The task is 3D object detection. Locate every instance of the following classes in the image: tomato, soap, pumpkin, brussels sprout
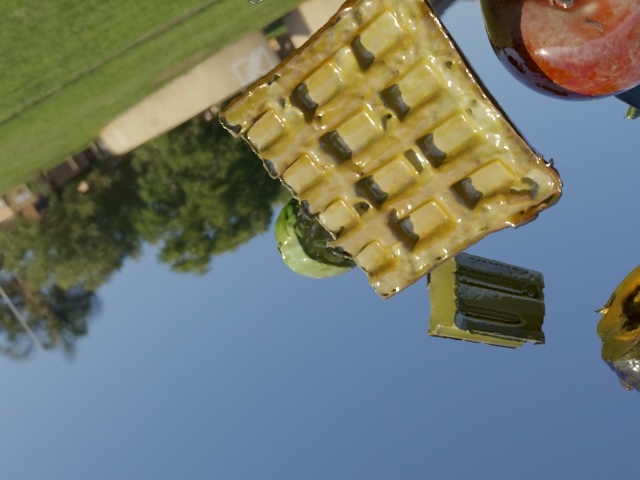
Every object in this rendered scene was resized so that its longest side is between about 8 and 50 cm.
[{"bbox_3d":[0.341,-0.306,1.144,0.270,0.270,0.227,-24,157,24],"label":"tomato"},{"bbox_3d":[0.282,0.104,1.534,0.233,0.135,0.076,13,161,-38],"label":"soap"},{"bbox_3d":[0.557,0.161,1.505,0.222,0.139,0.317,-55,-178,20],"label":"pumpkin"},{"bbox_3d":[-0.004,0.000,1.452,0.149,0.151,0.122,-46,179,-33],"label":"brussels sprout"}]

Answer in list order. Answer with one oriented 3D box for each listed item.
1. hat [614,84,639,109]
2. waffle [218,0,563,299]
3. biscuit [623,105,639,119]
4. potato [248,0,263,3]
[{"bbox_3d":[0.594,-0.410,1.604,0.366,0.257,0.381,-38,162,29],"label":"hat"},{"bbox_3d":[0.090,-0.120,1.133,0.304,0.348,0.077,-35,-166,22],"label":"waffle"},{"bbox_3d":[0.751,-0.423,2.014,0.038,0.323,0.099,25,-152,21],"label":"biscuit"},{"bbox_3d":[-0.122,-0.390,0.996,0.120,0.261,0.100,-11,-166,48],"label":"potato"}]
